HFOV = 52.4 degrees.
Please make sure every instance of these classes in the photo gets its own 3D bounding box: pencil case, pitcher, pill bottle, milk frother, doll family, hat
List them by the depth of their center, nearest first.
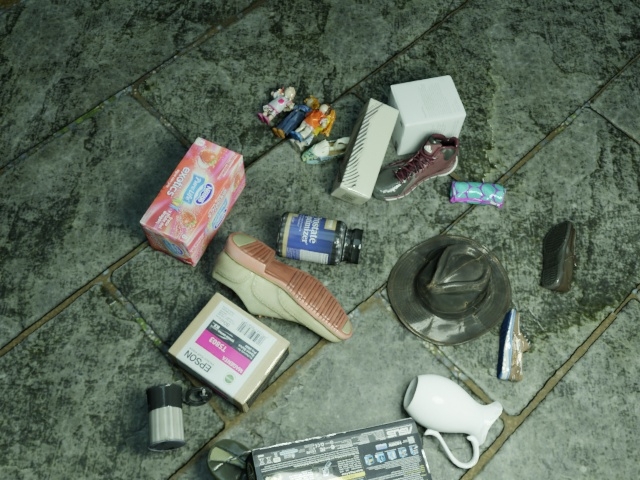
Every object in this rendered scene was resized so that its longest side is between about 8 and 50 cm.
[{"bbox_3d":[-0.323,0.409,1.510,0.143,0.129,0.134,-11,61,0],"label":"milk frother"},{"bbox_3d":[0.297,0.420,1.529,0.207,0.125,0.177,24,75,-3],"label":"pitcher"},{"bbox_3d":[0.344,0.104,1.673,0.331,0.134,0.331,1,64,-2],"label":"hat"},{"bbox_3d":[0.000,0.000,1.722,0.219,0.123,0.123,9,64,3],"label":"pill bottle"},{"bbox_3d":[0.439,-0.129,1.827,0.152,0.064,0.070,5,47,2],"label":"pencil case"},{"bbox_3d":[-0.052,-0.358,1.916,0.163,0.118,0.263,-45,49,-13],"label":"doll family"}]

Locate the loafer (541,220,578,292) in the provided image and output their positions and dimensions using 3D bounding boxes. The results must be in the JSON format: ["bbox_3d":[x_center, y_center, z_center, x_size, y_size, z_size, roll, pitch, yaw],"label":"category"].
[{"bbox_3d":[0.647,0.048,1.748,0.078,0.080,0.220,33,62,-21],"label":"loafer"}]

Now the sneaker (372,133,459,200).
[{"bbox_3d":[0.266,-0.223,1.815,0.281,0.162,0.106,-27,67,-14],"label":"sneaker"}]

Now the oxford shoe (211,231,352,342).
[{"bbox_3d":[-0.098,0.146,1.666,0.397,0.140,0.146,38,112,6],"label":"oxford shoe"}]

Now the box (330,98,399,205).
[{"bbox_3d":[0.123,-0.243,1.812,0.094,0.113,0.275,21,75,-11],"label":"box"}]

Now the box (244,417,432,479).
[{"bbox_3d":[0.063,0.578,1.403,0.395,0.097,0.318,-6,61,-21],"label":"box"}]

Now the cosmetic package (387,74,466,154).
[{"bbox_3d":[0.300,-0.362,1.891,0.184,0.151,0.151,-11,64,-8],"label":"cosmetic package"}]

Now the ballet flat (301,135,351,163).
[{"bbox_3d":[0.036,-0.271,1.890,0.188,0.070,0.070,-14,65,-8],"label":"ballet flat"}]

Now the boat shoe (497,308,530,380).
[{"bbox_3d":[0.488,0.264,1.639,0.066,0.066,0.183,13,74,0],"label":"boat shoe"}]

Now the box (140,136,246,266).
[{"bbox_3d":[-0.333,-0.104,1.752,0.142,0.154,0.300,24,64,10],"label":"box"}]

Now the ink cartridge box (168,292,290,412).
[{"bbox_3d":[-0.221,0.273,1.602,0.235,0.088,0.193,32,66,13],"label":"ink cartridge box"}]

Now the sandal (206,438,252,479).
[{"bbox_3d":[-0.131,0.567,1.458,0.303,0.086,0.120,42,56,16],"label":"sandal"}]
